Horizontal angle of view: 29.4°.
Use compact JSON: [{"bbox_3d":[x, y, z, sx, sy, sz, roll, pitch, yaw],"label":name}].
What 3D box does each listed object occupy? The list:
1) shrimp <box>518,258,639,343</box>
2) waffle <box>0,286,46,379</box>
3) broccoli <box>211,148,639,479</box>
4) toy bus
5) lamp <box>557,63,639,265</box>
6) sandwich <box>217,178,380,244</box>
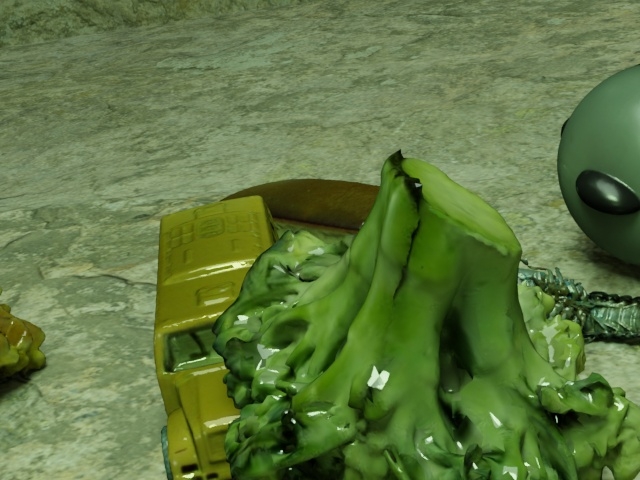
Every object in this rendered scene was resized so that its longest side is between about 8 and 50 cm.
[{"bbox_3d":[0.190,0.062,0.975,0.174,0.076,0.082,6,66,28],"label":"shrimp"},{"bbox_3d":[-0.381,0.056,1.087,0.282,0.058,0.301,17,7,-17],"label":"waffle"},{"bbox_3d":[0.065,0.061,0.727,0.288,0.245,0.248,30,33,16],"label":"broccoli"},{"bbox_3d":[-0.071,0.069,0.963,0.121,0.123,0.335,-11,20,-2],"label":"toy bus"},{"bbox_3d":[0.331,-0.065,1.066,0.244,0.197,0.197,1,21,4],"label":"lamp"},{"bbox_3d":[0.000,0.000,1.158,0.258,0.094,0.096,8,32,38],"label":"sandwich"}]
